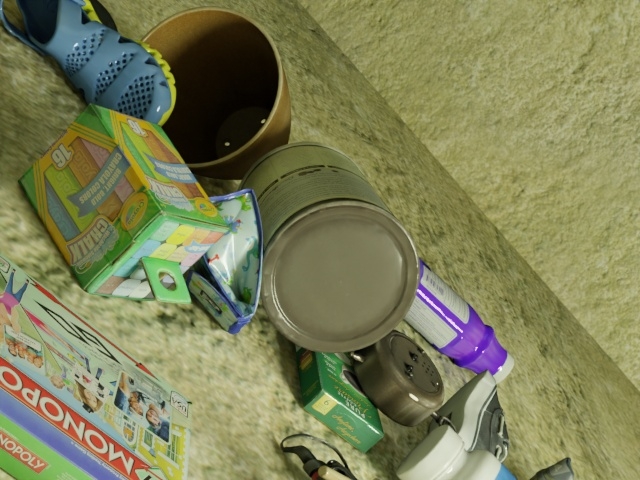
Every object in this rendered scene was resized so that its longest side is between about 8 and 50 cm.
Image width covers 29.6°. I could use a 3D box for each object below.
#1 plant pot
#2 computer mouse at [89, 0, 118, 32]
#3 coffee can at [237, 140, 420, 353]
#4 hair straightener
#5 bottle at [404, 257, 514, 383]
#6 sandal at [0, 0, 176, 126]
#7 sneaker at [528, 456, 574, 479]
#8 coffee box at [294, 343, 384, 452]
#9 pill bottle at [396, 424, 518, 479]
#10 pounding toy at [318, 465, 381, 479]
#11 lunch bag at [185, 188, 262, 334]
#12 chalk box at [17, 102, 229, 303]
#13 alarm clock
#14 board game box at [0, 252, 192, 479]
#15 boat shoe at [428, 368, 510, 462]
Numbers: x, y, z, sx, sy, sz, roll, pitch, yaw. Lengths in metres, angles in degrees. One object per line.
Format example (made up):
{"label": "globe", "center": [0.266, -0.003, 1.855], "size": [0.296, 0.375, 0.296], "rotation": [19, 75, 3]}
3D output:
{"label": "plant pot", "center": [-0.139, -0.182, 1.786], "size": [0.237, 0.237, 0.254], "rotation": [53, 1, 20]}
{"label": "computer mouse", "center": [-0.397, -0.374, 1.817], "size": [0.262, 0.060, 0.184], "rotation": [52, 16, 20]}
{"label": "coffee can", "center": [0.000, 0.000, 1.603], "size": [0.201, 0.201, 0.275], "rotation": [40, 8, -22]}
{"label": "hair straightener", "center": [0.041, 0.304, 1.351], "size": [0.230, 0.047, 0.089], "rotation": [45, 15, 11]}
{"label": "bottle", "center": [0.219, 0.140, 2.105], "size": [0.283, 0.092, 0.118], "rotation": [42, 17, -16]}
{"label": "sandal", "center": [-0.328, -0.259, 1.633], "size": [0.317, 0.126, 0.138], "rotation": [42, 18, 15]}
{"label": "sneaker", "center": [0.415, 0.446, 1.813], "size": [0.300, 0.121, 0.111], "rotation": [42, 17, -16]}
{"label": "coffee box", "center": [0.020, 0.183, 1.573], "size": [0.113, 0.040, 0.184], "rotation": [39, 17, -24]}
{"label": "pill bottle", "center": [0.202, 0.341, 1.510], "size": [0.221, 0.124, 0.124], "rotation": [46, 16, -2]}
{"label": "pounding toy", "center": [0.039, 0.317, 1.215], "size": [0.181, 0.094, 0.206], "rotation": [42, 10, -6]}
{"label": "lunch bag", "center": [-0.111, 0.031, 1.428], "size": [0.129, 0.096, 0.151], "rotation": [129, -52, -75]}
{"label": "chalk box", "center": [-0.204, -0.022, 1.325], "size": [0.213, 0.132, 0.132], "rotation": [53, 17, 22]}
{"label": "alarm clock", "center": [0.120, 0.192, 1.600], "size": [0.192, 0.064, 0.129], "rotation": [49, 23, -4]}
{"label": "board game box", "center": [-0.245, 0.118, 1.037], "size": [0.317, 0.046, 0.213], "rotation": [41, 16, -20]}
{"label": "boat shoe", "center": [0.225, 0.282, 1.750], "size": [0.102, 0.108, 0.301], "rotation": [46, 18, -1]}
